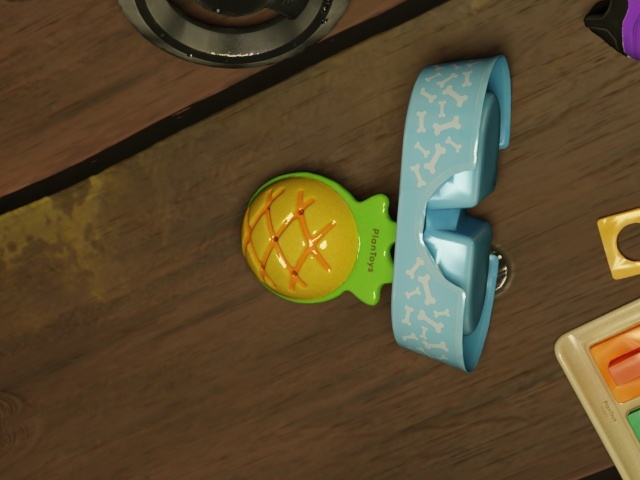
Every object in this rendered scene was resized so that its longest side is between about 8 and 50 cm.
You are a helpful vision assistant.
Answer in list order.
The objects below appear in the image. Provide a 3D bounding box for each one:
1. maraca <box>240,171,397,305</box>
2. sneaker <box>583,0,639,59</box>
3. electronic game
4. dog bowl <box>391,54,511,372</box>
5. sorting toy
[{"bbox_3d":[0.000,0.000,1.503,0.185,0.099,0.127,9,100,34],"label":"maraca"},{"bbox_3d":[0.300,-0.289,1.368,0.146,0.102,0.293,22,124,17],"label":"sneaker"},{"bbox_3d":[-0.081,-0.250,1.457,0.229,0.048,0.229,-2,138,-2],"label":"electronic game"},{"bbox_3d":[0.121,-0.026,1.453,0.074,0.166,0.297,6,102,16],"label":"dog bowl"},{"bbox_3d":[0.347,0.135,1.494,0.196,0.047,0.348,-28,93,15],"label":"sorting toy"}]
